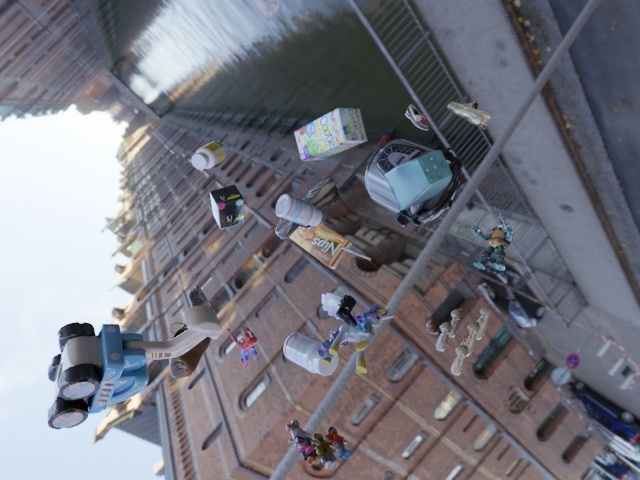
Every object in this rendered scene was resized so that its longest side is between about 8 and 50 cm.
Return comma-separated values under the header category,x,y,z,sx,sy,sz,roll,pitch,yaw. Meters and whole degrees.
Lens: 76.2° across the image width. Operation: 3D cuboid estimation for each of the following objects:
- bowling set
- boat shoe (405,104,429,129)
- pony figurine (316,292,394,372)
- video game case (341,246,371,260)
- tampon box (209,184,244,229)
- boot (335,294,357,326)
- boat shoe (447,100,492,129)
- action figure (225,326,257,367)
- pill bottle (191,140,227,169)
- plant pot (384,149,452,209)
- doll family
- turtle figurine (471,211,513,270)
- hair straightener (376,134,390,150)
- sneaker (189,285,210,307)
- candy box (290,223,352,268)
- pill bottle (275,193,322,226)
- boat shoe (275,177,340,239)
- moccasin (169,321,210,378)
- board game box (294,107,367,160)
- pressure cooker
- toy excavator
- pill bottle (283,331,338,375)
category,x,y,z,sx,sy,sz,roll,pitch,yaw
bowling set,0.482,0.327,1.491,0.200,0.287,0.154,23,128,26
boat shoe,0.390,-0.489,1.627,0.049,0.043,0.137,-7,-131,-34
pony figurine,0.136,0.429,1.922,0.352,0.363,0.302,0,122,32
video game case,0.146,0.054,1.655,0.122,0.011,0.087,22,179,7
tampon box,-0.419,-0.150,1.845,0.101,0.121,0.160,54,154,30
boot,0.125,0.296,1.728,0.121,0.099,0.045,39,152,-15
boat shoe,0.544,-0.471,1.478,0.068,0.072,0.190,4,-147,-42
action figure,-0.331,0.433,1.750,0.139,0.092,0.280,50,153,22
pill bottle,-0.334,-0.253,1.222,0.065,0.065,0.116,42,-149,-7
plant pot,0.388,-0.243,1.562,0.165,0.166,0.234,66,166,3
doll family,-0.030,0.733,1.464,0.263,0.118,0.163,25,-175,-27
turtle figurine,0.663,-0.004,1.538,0.118,0.233,0.175,28,160,-21
hair straightener,0.328,-0.475,2.291,0.047,0.230,0.089,20,174,2
sneaker,-0.529,0.265,1.801,0.075,0.057,0.161,49,180,-36
candy box,0.000,0.000,2.321,0.317,0.182,0.088,36,-177,24
pill bottle,-0.075,-0.104,1.472,0.160,0.087,0.087,20,-170,-37
boat shoe,-0.032,-0.114,1.663,0.130,0.355,0.132,52,152,-16
moccasin,-0.551,0.412,1.693,0.380,0.139,0.146,-86,-15,-76
board game box,0.040,-0.451,1.759,0.276,0.142,0.144,-13,92,46
pressure cooker,0.477,-0.287,2.018,0.420,0.376,0.369,40,138,46
toy excavator,-0.604,0.378,1.343,0.446,0.432,0.222,10,-147,-40
pill bottle,-0.049,0.581,2.092,0.283,0.160,0.160,8,150,51
